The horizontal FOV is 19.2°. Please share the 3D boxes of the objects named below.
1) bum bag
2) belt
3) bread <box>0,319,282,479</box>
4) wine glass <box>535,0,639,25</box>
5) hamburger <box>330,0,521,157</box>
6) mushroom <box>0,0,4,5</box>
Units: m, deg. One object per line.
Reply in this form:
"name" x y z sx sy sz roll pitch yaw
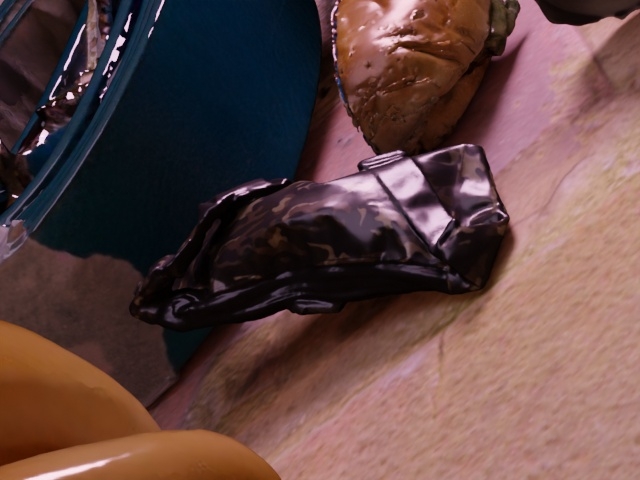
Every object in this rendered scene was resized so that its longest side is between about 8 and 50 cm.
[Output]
"bum bag" 0.001 0.000 1.070 0.248 0.069 0.102 -6 28 31
"belt" -0.152 -0.066 1.317 0.300 0.173 0.437 -32 28 34
"bread" -0.201 0.249 0.890 0.245 0.329 0.424 28 71 23
"wine glass" 0.166 -0.216 1.102 0.122 0.122 0.183 -28 36 36
"hamburger" 0.063 -0.128 1.154 0.102 0.087 0.176 -37 23 25
"mushroom" -0.274 -0.308 2.014 0.351 0.097 0.109 -42 21 22
